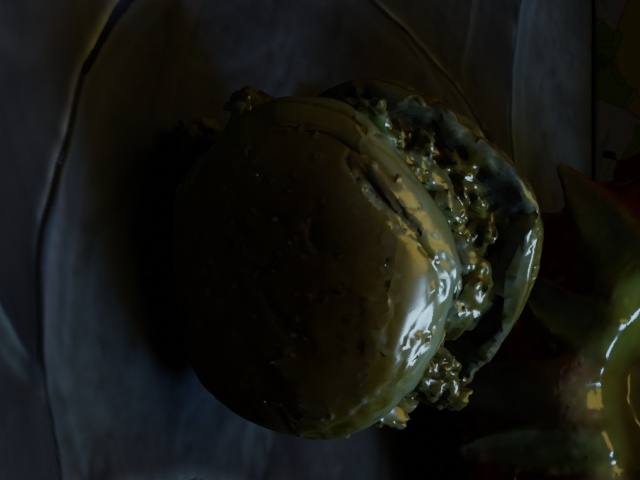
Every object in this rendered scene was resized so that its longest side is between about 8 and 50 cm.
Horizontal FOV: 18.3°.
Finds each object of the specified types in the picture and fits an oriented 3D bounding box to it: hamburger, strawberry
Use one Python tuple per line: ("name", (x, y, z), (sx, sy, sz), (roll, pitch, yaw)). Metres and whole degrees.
("hamburger", (0.000, 0.000, 0.862), (0.185, 0.159, 0.131), (39, 36, 25))
("strawberry", (0.215, 0.096, 1.061), (0.343, 0.292, 0.292), (28, 53, -71))

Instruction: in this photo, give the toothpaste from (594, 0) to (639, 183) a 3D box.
("toothpaste", (0.242, -0.116, 1.288), (0.077, 0.110, 0.327), (32, 52, -44))
